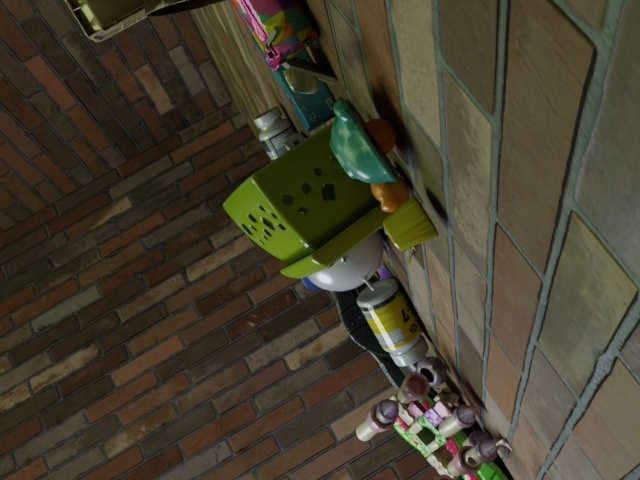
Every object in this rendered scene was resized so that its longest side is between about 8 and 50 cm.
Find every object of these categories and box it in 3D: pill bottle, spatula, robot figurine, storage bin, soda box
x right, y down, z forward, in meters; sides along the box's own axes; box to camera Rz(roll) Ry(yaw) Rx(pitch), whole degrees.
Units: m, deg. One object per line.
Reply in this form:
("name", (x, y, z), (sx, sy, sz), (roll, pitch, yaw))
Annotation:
("pill bottle", (-0.119, -0.296, 2.266), (0.180, 0.108, 0.108), (61, 176, -15))
("spatula", (0.209, 0.174, 2.117), (0.084, 0.030, 0.296), (50, 171, 38))
("pill bottle", (0.190, 0.212, 1.982), (0.209, 0.119, 0.119), (60, 177, -16))
("robot figurine", (0.020, -0.018, 1.804), (0.300, 0.200, 0.353), (27, -161, -38))
("storage bin", (-0.467, -0.618, 1.712), (0.262, 0.260, 0.123), (60, 173, -14))
("soda box", (-0.047, -0.311, 1.427), (0.210, 0.067, 0.071), (60, 177, 0))

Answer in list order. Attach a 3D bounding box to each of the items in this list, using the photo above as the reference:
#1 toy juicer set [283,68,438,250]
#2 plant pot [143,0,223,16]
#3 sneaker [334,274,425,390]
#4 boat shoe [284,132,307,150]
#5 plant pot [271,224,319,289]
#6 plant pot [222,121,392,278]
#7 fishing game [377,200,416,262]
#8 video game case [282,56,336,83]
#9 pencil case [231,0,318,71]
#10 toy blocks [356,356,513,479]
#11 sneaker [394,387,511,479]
("toy juicer set", (0.062, -0.154, 1.116), (0.329, 0.089, 0.209), (52, -167, -24))
("plant pot", (-0.270, -0.581, 1.507), (0.215, 0.215, 0.231), (-133, 28, -75))
("sneaker", (0.167, 0.271, 2.396), (0.448, 0.169, 0.257), (58, 175, -6))
("boat shoe", (-0.045, -0.225, 2.072), (0.076, 0.080, 0.228), (55, 180, -24))
("plant pot", (0.000, 0.000, 2.177), (0.236, 0.212, 0.236), (59, 176, 16))
("plant pot", (-0.014, -0.063, 1.411), (0.207, 0.228, 0.227), (54, 158, -3))
("fishing game", (0.104, -0.071, 1.511), (0.264, 0.041, 0.189), (59, 174, 10))
("video game case", (-0.031, -0.296, 1.308), (0.011, 0.087, 0.122), (-70, 25, 19))
("pencil case", (-0.094, -0.387, 1.200), (0.236, 0.104, 0.104), (60, 177, -5))
("toy blocks", (0.299, 0.425, 1.833), (0.288, 0.309, 0.260), (47, 141, 13))
("sneaker", (0.393, 0.577, 2.080), (0.483, 0.185, 0.202), (54, -152, 12))
